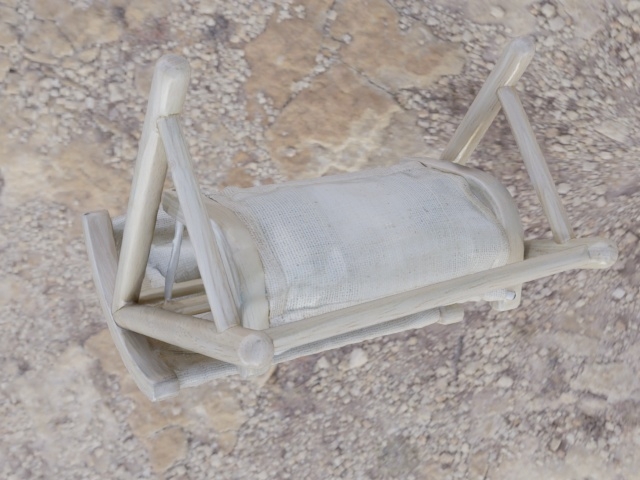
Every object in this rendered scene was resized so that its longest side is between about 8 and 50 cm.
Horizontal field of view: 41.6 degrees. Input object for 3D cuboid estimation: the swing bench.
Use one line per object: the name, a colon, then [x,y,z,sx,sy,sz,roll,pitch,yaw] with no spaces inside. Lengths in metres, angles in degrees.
swing bench: [0.000,0.000,0.567,0.254,0.253,0.165,-38,66,60]
